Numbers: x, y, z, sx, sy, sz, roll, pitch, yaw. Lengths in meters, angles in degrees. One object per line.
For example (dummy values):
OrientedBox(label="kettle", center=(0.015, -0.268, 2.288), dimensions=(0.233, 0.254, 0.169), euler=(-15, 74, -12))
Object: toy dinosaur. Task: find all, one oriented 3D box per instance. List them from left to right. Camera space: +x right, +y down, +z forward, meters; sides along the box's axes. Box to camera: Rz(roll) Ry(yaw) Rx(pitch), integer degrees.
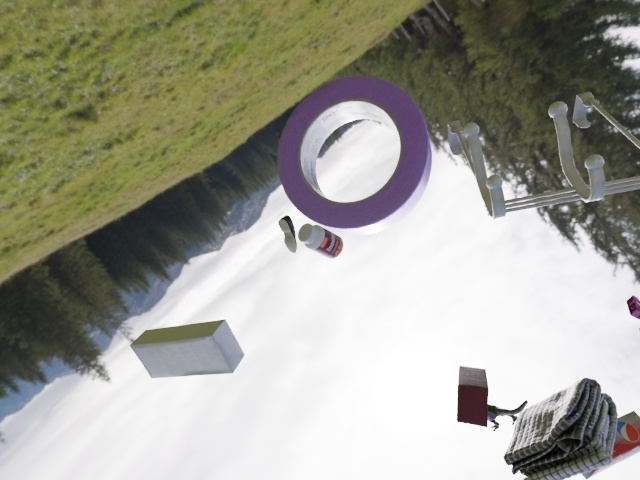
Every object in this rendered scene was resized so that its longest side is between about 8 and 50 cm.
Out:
OrientedBox(label="toy dinosaur", center=(0.622, 0.612, 1.493), dimensions=(0.268, 0.118, 0.064), euler=(-25, -156, 44))

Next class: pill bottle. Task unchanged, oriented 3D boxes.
OrientedBox(label="pill bottle", center=(0.000, 0.000, 1.396), dimensions=(0.086, 0.152, 0.086), euler=(-21, -123, 36))

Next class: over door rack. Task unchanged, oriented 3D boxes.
OrientedBox(label="over door rack", center=(0.321, -0.153, 0.605), dimensions=(0.239, 0.108, 0.324), euler=(-9, -153, 12))

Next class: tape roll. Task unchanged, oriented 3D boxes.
OrientedBox(label="tape roll", center=(0.062, -0.152, 0.781), dimensions=(0.274, 0.275, 0.090), euler=(-37, 164, 11))

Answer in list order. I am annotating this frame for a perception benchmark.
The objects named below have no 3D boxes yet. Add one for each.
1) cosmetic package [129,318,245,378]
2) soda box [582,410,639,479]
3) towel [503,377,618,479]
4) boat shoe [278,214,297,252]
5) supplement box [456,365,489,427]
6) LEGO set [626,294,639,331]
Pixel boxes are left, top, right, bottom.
OrientedBox(label="cosmetic package", center=(-0.285, 0.232, 0.903), dimensions=(0.238, 0.099, 0.060), euler=(-12, -155, 27))
OrientedBox(label="soda box", center=(0.869, 0.608, 1.271), dimensions=(0.262, 0.084, 0.092), euler=(-12, -141, -19))
OrientedBox(label="towel", center=(0.613, 0.488, 1.096), dimensions=(0.283, 0.121, 0.235), euler=(-17, 153, -49))
OrientedBox(label="boat shoe", center=(-0.099, -0.020, 1.402), dimensions=(0.048, 0.133, 0.042), euler=(2, -149, 35))
OrientedBox(label="supplement box", center=(0.430, 0.436, 1.204), dimensions=(0.080, 0.104, 0.188), euler=(2, -179, 19))
OrientedBox(label="LEGO set", center=(0.610, 0.161, 0.713), dimensions=(0.227, 0.093, 0.087), euler=(-49, 165, -53))
